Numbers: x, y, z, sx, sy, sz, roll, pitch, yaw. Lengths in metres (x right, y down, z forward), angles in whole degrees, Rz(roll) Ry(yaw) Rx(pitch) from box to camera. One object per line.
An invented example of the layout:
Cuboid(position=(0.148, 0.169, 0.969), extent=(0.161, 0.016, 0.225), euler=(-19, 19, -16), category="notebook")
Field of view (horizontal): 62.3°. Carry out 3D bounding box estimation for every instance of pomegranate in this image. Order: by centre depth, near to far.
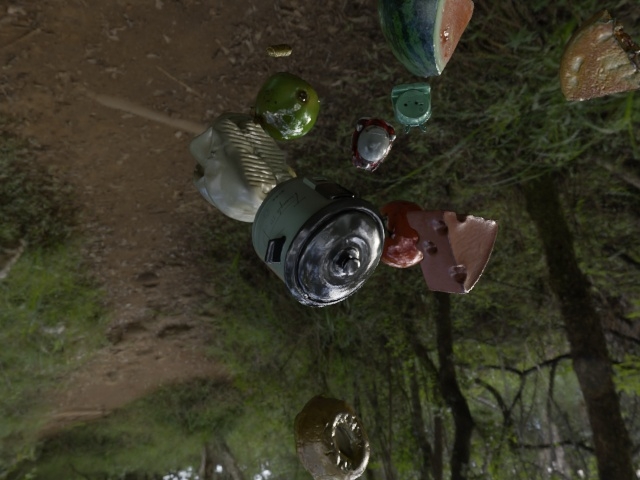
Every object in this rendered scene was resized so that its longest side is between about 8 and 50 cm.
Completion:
Cuboid(position=(-0.133, -0.393, 1.585), extent=(0.241, 0.159, 0.190), euler=(25, 154, 21), category="pomegranate")

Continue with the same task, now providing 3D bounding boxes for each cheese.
Cuboid(position=(0.298, 0.030, 1.205), extent=(0.203, 0.177, 0.128), euler=(7, 177, -37), category="cheese")

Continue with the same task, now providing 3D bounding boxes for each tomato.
Cuboid(position=(0.304, -0.023, 1.988), extent=(0.225, 0.255, 0.256), euler=(10, 160, -14), category="tomato")

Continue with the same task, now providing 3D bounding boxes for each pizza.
Cuboid(position=(0.729, -0.449, 1.334), extent=(0.081, 0.229, 0.289), euler=(-52, 156, -19), category="pizza")

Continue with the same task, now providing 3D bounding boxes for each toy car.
Cuboid(position=(0.136, -0.248, 1.393), extent=(0.112, 0.139, 0.112), euler=(15, -163, -5), category="toy car")

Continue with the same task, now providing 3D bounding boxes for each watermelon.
Cuboid(position=(0.343, -0.640, 1.554), extent=(0.293, 0.283, 0.250), euler=(-22, -156, 6), category="watermelon")

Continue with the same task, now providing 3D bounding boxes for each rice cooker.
Cuboid(position=(0.000, 0.000, 1.083), extent=(0.281, 0.227, 0.241), euler=(-1, 117, -37), category="rice cooker")

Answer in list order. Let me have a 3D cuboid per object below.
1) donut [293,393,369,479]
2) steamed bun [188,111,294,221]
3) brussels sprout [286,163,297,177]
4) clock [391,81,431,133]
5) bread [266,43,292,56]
Cuboid(position=(0.034, 0.594, 1.562), extent=(0.128, 0.261, 0.208), euler=(-19, -159, 42), category="donut")
Cuboid(position=(-0.274, -0.226, 1.725), extent=(0.255, 0.367, 0.342), euler=(-29, 170, 27), category="steamed bun")
Cuboid(position=(-0.220, -0.204, 2.163), extent=(0.317, 0.242, 0.273), euler=(22, 141, 14), category="brussels sprout")
Cuboid(position=(0.379, -0.539, 2.167), extent=(0.159, 0.210, 0.066), euler=(-7, 166, 4), category="clock")
Cuboid(position=(-0.132, -0.606, 1.684), extent=(0.088, 0.049, 0.033), euler=(-17, 138, -31), category="bread")
